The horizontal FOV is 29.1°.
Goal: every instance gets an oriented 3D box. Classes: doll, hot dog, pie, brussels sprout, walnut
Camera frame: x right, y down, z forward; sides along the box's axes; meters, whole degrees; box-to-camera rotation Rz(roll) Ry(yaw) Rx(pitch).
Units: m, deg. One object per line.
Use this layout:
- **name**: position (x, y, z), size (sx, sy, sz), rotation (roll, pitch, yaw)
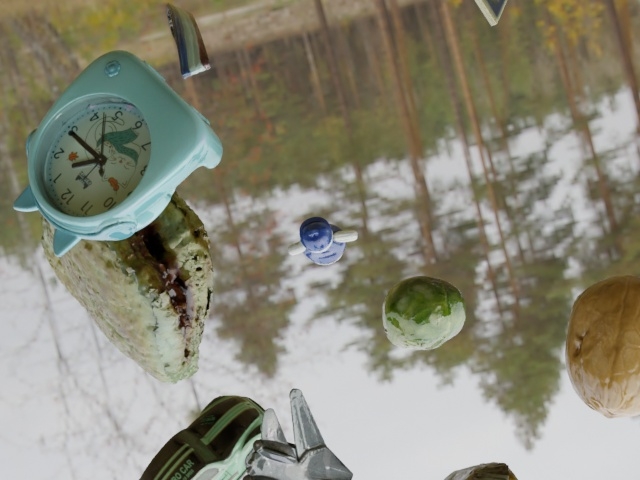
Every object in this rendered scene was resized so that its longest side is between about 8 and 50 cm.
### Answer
- **doll**: position (0.000, 0.000, 1.676), size (0.099, 0.057, 0.143), rotation (-14, 170, 7)
- **hot dog**: position (0.190, 0.367, 1.664), size (0.163, 0.082, 0.270), rotation (-40, 174, -10)
- **pie**: position (-0.310, 0.049, 2.004), size (0.180, 0.395, 0.418), rotation (-31, 158, -26)
- **brussels sprout**: position (0.176, 0.127, 2.128), size (0.155, 0.155, 0.117), rotation (-15, -137, -3)
- **walnut**: position (0.471, 0.164, 1.912), size (0.193, 0.225, 0.193), rotation (9, 166, 2)

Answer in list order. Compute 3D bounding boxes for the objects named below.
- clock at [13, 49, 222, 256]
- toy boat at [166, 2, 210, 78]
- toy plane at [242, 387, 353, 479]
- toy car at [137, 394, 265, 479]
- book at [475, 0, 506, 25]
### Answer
- **clock**: position (-0.290, -0.107, 1.682), size (0.274, 0.223, 0.094), rotation (-45, 155, 2)
- **toy boat**: position (-0.199, -0.294, 1.836), size (0.046, 0.080, 0.229), rotation (-12, -149, -8)
- **toy plane**: position (-0.008, 0.319, 1.637), size (0.088, 0.212, 0.267), rotation (10, 168, 37)
- **toy car**: position (-0.220, 0.396, 2.171), size (0.306, 0.136, 0.125), rotation (-49, 147, -7)
- **book**: position (0.336, -0.612, 2.434), size (0.018, 0.228, 0.322), rotation (-7, -136, 41)
